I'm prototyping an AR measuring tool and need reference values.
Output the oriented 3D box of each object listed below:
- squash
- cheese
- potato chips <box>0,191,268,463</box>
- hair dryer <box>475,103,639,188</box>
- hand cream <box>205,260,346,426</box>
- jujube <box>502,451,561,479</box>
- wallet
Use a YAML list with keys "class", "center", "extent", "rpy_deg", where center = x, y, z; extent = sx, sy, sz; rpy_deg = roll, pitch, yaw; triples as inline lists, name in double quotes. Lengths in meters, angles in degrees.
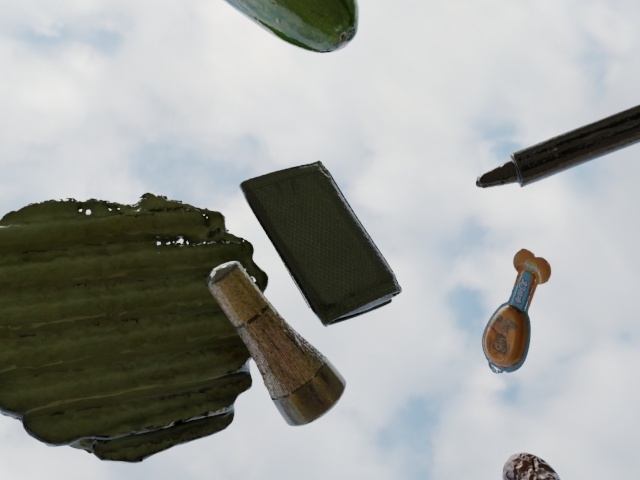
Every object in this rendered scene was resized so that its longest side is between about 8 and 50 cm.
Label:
- class: "squash"
  center: [-0.068, -0.234, 0.799]
  extent: [0.082, 0.082, 0.292]
  rpy_deg: [-30, -131, -27]
- class: "cheese"
  center: [0.162, 0.062, 0.818]
  extent: [0.047, 0.111, 0.017]
  rpy_deg: [29, -159, 38]
- class: "potato chips"
  center: [-0.264, 0.117, 1.300]
  extent: [0.429, 0.070, 0.359]
  rpy_deg: [-4, -90, -30]
- class: "hair dryer"
  center: [0.256, -0.102, 0.855]
  extent: [0.255, 0.128, 0.070]
  rpy_deg: [-20, -130, 0]
- class: "hand cream"
  center: [-0.059, 0.111, 1.095]
  extent: [0.084, 0.084, 0.203]
  rpy_deg: [-44, -75, -29]
- class: "jujube"
  center: [0.319, 0.360, 1.425]
  extent: [0.077, 0.129, 0.077]
  rpy_deg: [-8, -71, -25]
- class: "wallet"
  center: [-0.001, 0.001, 1.372]
  extent: [0.160, 0.055, 0.236]
  rpy_deg: [-16, -113, -44]
